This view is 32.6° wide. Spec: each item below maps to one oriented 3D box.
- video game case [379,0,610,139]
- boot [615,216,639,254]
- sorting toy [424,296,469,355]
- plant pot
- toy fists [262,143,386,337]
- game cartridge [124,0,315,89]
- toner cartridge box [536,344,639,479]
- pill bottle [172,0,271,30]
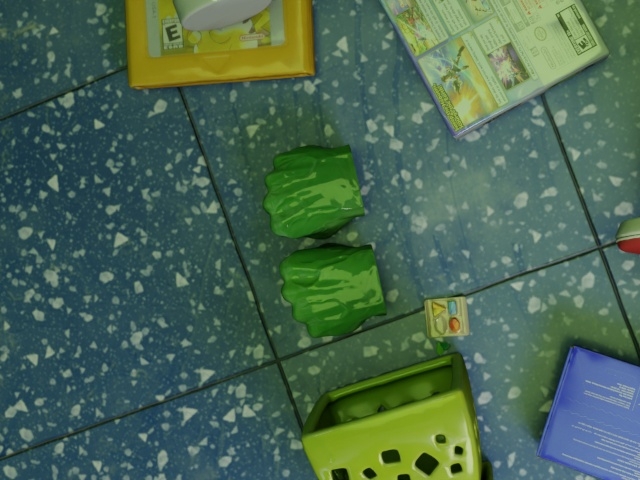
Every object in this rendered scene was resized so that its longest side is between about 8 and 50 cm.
[{"bbox_3d":[0.234,-0.317,1.551,0.244,0.061,0.269,-28,86,8],"label":"video game case"},{"bbox_3d":[0.469,0.061,1.296,0.244,0.088,0.176,6,86,8],"label":"boot"},{"bbox_3d":[0.185,0.125,1.594,0.062,0.012,0.083,-6,90,10],"label":"sorting toy"},{"bbox_3d":[0.121,0.301,1.509,0.227,0.228,0.207,-19,95,10],"label":"plant pot"},{"bbox_3d":[0.000,0.000,1.585,0.142,0.096,0.279,-12,88,0],"label":"toy fists"},{"bbox_3d":[-0.156,-0.395,1.624,0.285,0.052,0.324,-3,91,10],"label":"game cartridge"},{"bbox_3d":[0.486,0.273,1.489,0.348,0.075,0.165,18,92,15],"label":"toner cartridge box"},{"bbox_3d":[-0.171,-0.449,1.524,0.160,0.160,0.283,-18,86,10],"label":"pill bottle"}]
